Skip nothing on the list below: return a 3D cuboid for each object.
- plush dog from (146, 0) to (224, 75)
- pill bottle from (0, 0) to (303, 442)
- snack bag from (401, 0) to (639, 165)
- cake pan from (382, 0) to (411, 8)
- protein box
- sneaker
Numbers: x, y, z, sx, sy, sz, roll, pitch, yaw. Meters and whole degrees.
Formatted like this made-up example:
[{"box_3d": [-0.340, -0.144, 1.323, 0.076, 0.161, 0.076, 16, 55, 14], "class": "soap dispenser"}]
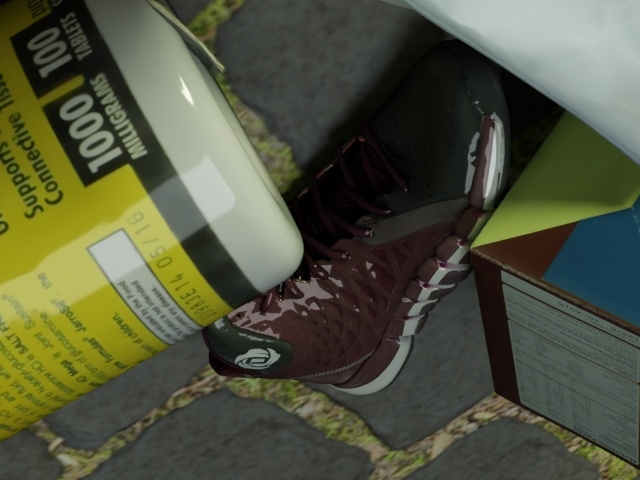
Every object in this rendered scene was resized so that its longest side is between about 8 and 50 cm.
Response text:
[{"box_3d": [-0.024, -0.212, 0.572, 0.225, 0.262, 0.210, -40, 149, 9], "class": "plush dog"}, {"box_3d": [-0.193, 0.013, 0.751, 0.334, 0.188, 0.188, -30, 141, 1], "class": "pill bottle"}, {"box_3d": [0.167, -0.210, 0.697, 0.323, 0.037, 0.342, 28, 118, -28], "class": "snack bag"}, {"box_3d": [0.101, -0.246, 0.750, 0.293, 0.054, 0.293, -16, 139, -14], "class": "cake pan"}, {"box_3d": [0.207, 0.007, 0.939, 0.200, 0.136, 0.201, -53, 155, -19], "class": "protein box"}, {"box_3d": [0.000, 0.000, 0.920, 0.163, 0.106, 0.281, -2, 135, -25], "class": "sneaker"}]
